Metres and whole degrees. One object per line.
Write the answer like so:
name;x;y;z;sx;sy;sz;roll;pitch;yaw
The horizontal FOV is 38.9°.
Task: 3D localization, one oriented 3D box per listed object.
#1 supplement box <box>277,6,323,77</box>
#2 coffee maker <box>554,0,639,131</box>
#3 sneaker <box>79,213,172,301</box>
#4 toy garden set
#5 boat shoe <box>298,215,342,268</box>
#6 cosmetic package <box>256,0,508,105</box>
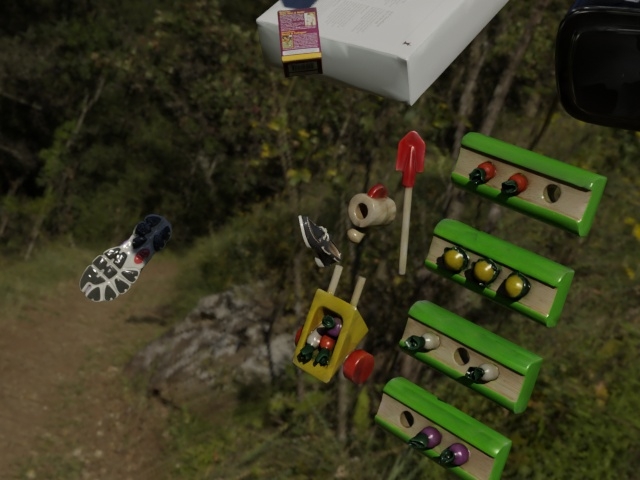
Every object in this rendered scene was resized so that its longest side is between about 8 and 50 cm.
supplement box;-0.027;-0.268;1.222;0.055;0.083;0.043;-5;-23;1
coffee maker;0.243;-0.173;0.697;0.171;0.178;0.120;-6;-51;44
sneaker;-0.296;0.032;1.401;0.068;0.170;0.071;48;-16;-2
toy garden set;0.074;0.036;0.681;0.204;0.244;0.049;26;18;38
boat shoe;0.000;0.000;1.344;0.038;0.046;0.125;-15;-38;11
cosmetic package;0.121;-0.392;1.502;0.284;0.377;0.097;20;-39;30
